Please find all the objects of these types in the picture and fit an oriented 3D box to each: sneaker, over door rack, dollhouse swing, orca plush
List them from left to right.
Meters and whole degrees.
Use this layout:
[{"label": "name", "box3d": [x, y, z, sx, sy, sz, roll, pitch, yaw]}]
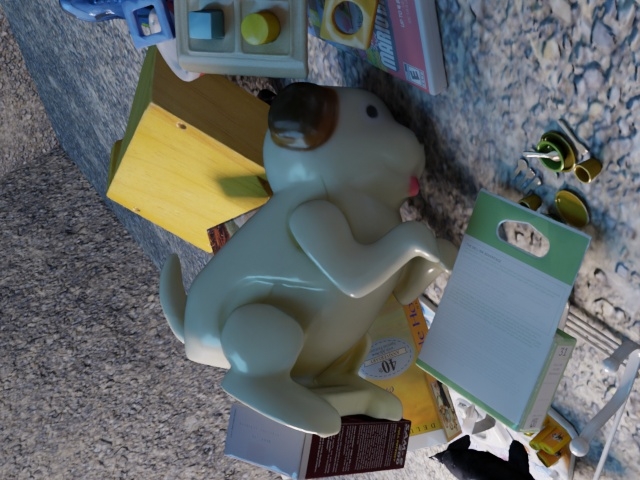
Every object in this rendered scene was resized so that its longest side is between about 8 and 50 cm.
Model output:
[{"label": "sneaker", "box3d": [-0.373, -0.445, 1.612, 0.082, 0.209, 0.069, 131, 141, -66]}, {"label": "dollhouse swing", "box3d": [-0.204, -0.221, 1.546, 0.315, 0.305, 0.347, 30, 148, -10]}, {"label": "sneaker", "box3d": [-0.058, -0.218, 1.425, 0.119, 0.047, 0.057, 47, 137, 26]}, {"label": "orca plush", "box3d": [0.287, 0.342, 1.299, 0.287, 0.151, 0.102, -148, 74, -68]}, {"label": "over door rack", "box3d": [0.269, 0.206, 1.114, 0.239, 0.108, 0.324, 39, 144, 43]}]

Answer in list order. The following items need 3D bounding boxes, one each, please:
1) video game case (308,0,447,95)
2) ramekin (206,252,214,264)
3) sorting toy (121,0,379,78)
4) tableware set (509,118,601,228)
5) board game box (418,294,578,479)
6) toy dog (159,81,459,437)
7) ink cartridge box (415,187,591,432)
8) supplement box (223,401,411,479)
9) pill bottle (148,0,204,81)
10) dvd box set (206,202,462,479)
[{"label": "video game case", "box3d": [0.038, -0.308, 1.051, 0.285, 0.025, 0.204, 38, 154, 44]}, {"label": "ramekin", "box3d": [-0.108, 0.020, 1.687, 0.207, 0.207, 0.109, 27, 102, 56]}, {"label": "sorting toy", "box3d": [-0.101, -0.289, 1.037, 0.347, 0.047, 0.196, 7, 114, 22]}, {"label": "tableware set", "box3d": [0.251, -0.056, 0.935, 0.104, 0.024, 0.154, 53, 161, 10]}, {"label": "board game box", "box3d": [0.255, 0.303, 1.470, 0.390, 0.050, 0.390, 42, 156, 37]}, {"label": "toy dog", "box3d": [0.000, 0.000, 1.155, 0.395, 0.408, 0.284, 20, -177, 36]}, {"label": "ink cartridge box", "box3d": [0.218, 0.078, 1.013, 0.171, 0.056, 0.235, 31, 106, 47]}, {"label": "supplement box", "box3d": [0.002, 0.261, 1.161, 0.130, 0.239, 0.073, 7, 87, 39]}, {"label": "pill bottle", "box3d": [-0.127, -0.307, 1.195, 0.108, 0.193, 0.108, 48, 159, 25]}, {"label": "dvd box set", "box3d": [0.009, 0.131, 1.336, 0.307, 0.062, 0.421, -21, 83, 31]}]
